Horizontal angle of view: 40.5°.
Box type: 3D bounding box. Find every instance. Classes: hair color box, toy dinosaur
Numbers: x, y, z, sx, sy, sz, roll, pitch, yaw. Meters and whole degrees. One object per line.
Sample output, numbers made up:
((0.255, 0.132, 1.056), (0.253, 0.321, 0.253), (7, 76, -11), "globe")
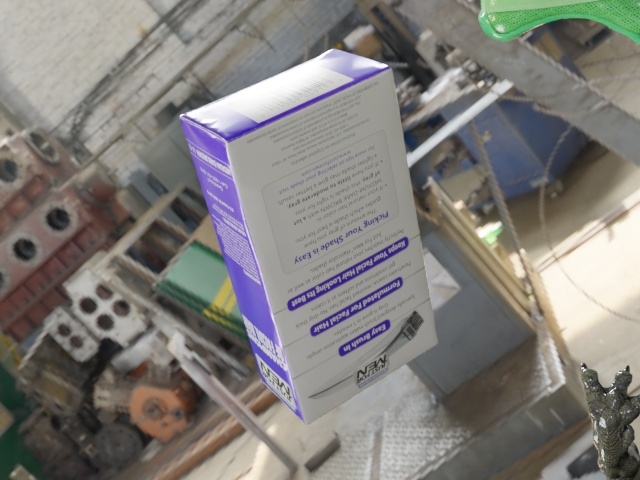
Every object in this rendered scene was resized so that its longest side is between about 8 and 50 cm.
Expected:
((0.000, 0.000, 0.888), (0.185, 0.338, 0.110), (-28, 33, -23), "hair color box")
((0.165, 0.114, 0.418), (0.268, 0.118, 0.064), (-11, 21, -40), "toy dinosaur")

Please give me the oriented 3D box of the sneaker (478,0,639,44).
((0.209, -0.102, 0.387), (0.109, 0.296, 0.123), (-68, -7, -66), "sneaker")
